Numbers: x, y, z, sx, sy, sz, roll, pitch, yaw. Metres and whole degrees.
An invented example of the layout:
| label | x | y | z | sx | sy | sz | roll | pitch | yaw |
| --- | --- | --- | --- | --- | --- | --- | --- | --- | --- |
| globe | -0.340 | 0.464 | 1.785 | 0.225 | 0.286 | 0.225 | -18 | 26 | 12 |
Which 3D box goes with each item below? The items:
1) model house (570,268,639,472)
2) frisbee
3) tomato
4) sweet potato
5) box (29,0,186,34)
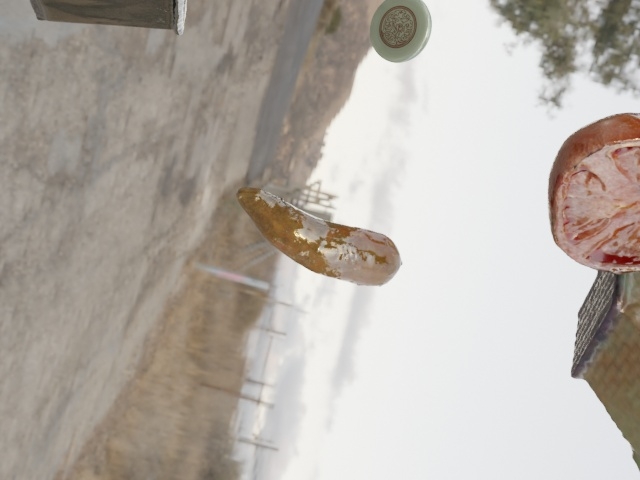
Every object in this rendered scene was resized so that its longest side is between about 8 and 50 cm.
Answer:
| label | x | y | z | sx | sy | sz | roll | pitch | yaw |
| --- | --- | --- | --- | --- | --- | --- | --- | --- | --- |
| model house | 0.498 | 0.107 | 1.256 | 0.280 | 0.312 | 0.245 | 59 | -19 | 31 |
| frisbee | 0.126 | -0.337 | 1.508 | 0.014 | 0.110 | 0.110 | -2 | 109 | -57 |
| tomato | 0.370 | -0.068 | 1.113 | 0.236 | 0.237 | 0.095 | 107 | -12 | -47 |
| sweet potato | -0.001 | 0.001 | 1.469 | 0.097 | 0.292 | 0.097 | -58 | -162 | 31 |
| box | -0.257 | -0.427 | 1.155 | 0.345 | 0.205 | 0.251 | 138 | -45 | -79 |
